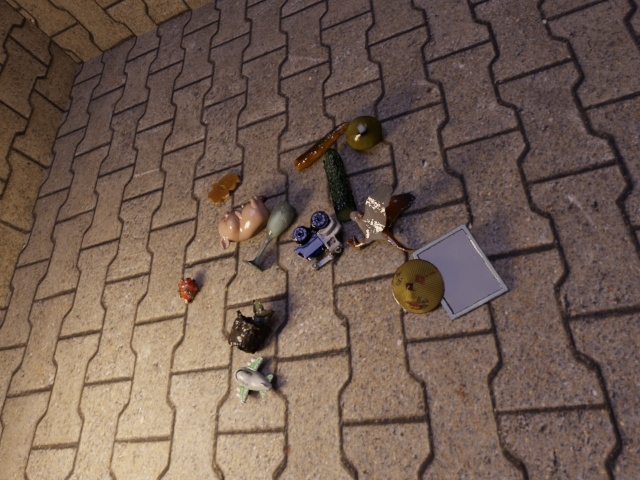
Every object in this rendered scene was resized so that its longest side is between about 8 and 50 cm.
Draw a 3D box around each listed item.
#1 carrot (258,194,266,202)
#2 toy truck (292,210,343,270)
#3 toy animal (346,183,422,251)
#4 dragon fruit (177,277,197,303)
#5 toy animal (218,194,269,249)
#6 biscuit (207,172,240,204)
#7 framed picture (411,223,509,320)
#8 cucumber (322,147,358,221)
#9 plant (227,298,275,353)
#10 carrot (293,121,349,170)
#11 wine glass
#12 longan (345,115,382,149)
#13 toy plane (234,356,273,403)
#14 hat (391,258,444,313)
[{"bbox_3d":[-0.304,-0.163,2.064,0.142,0.035,0.035,-42,54,7],"label":"carrot"},{"bbox_3d":[0.000,0.000,1.772,0.213,0.161,0.177,-40,74,3],"label":"toy truck"},{"bbox_3d":[0.256,-0.028,1.692,0.302,0.225,0.284,-32,75,24],"label":"toy animal"},{"bbox_3d":[-0.586,0.223,1.976,0.086,0.081,0.115,-14,84,18],"label":"dragon fruit"},{"bbox_3d":[-0.336,-0.079,1.965,0.250,0.166,0.153,-28,97,16],"label":"toy animal"},{"bbox_3d":[-0.475,-0.257,2.198,0.134,0.027,0.183,21,74,34],"label":"biscuit"},{"bbox_3d":[0.468,0.105,1.520,0.217,0.017,0.274,-30,69,10],"label":"framed picture"},{"bbox_3d":[0.070,-0.248,1.885,0.096,0.096,0.358,-23,57,14],"label":"cucumber"},{"bbox_3d":[-0.264,0.331,1.729,0.143,0.131,0.203,13,70,34],"label":"plant"},{"bbox_3d":[0.009,-0.420,1.987,0.314,0.066,0.066,-37,54,22],"label":"carrot"},{"bbox_3d":[-0.139,0.014,1.887,0.265,0.096,0.309,26,77,13],"label":"wine glass"},{"bbox_3d":[0.186,-0.462,1.917,0.155,0.144,0.176,3,24,7],"label":"longan"},{"bbox_3d":[-0.253,0.517,1.660,0.174,0.080,0.173,-13,59,23],"label":"toy plane"},{"bbox_3d":[0.315,0.157,1.523,0.193,0.082,0.192,-2,86,36],"label":"hat"}]
